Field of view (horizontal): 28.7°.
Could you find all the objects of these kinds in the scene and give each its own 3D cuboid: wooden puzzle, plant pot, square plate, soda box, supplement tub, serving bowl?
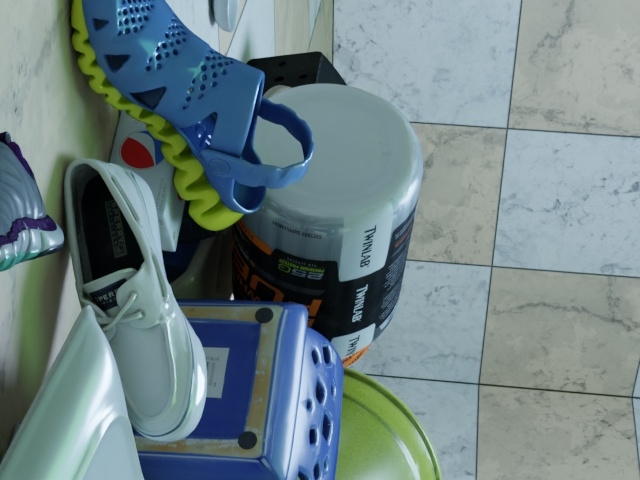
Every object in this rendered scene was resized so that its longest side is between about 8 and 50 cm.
[{"bbox_3d":[-0.124,0.013,1.619,0.322,0.081,0.347,89,22,-55],"label":"wooden puzzle"},{"bbox_3d":[-0.056,0.376,1.622,0.353,0.367,0.366,-27,122,-70],"label":"plant pot"},{"bbox_3d":[-0.208,0.282,0.976,0.344,0.049,0.347,90,17,-53],"label":"square plate"},{"bbox_3d":[-0.044,-0.195,2.004,0.167,0.188,0.187,73,19,-43],"label":"plant pot"},{"bbox_3d":[-0.111,0.185,1.325,0.212,0.236,0.236,72,23,-58],"label":"plant pot"},{"bbox_3d":[-0.168,-0.099,1.282,0.074,0.069,0.216,84,11,-59],"label":"soda box"},{"bbox_3d":[0.000,0.000,1.451,0.338,0.207,0.207,95,3,-52],"label":"supplement tub"},{"bbox_3d":[-0.131,-0.326,1.708,0.083,0.027,0.083,5,90,-85],"label":"serving bowl"}]

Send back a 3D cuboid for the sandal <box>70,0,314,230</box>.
[{"bbox_3d":[-0.109,-0.142,1.162,0.317,0.138,0.126,52,40,-42],"label":"sandal"}]

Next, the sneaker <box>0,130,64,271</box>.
[{"bbox_3d":[-0.229,-0.023,0.783,0.223,0.083,0.098,-73,146,-86],"label":"sneaker"}]

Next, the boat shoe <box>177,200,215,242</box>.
[{"bbox_3d":[-0.139,-0.107,1.472,0.109,0.089,0.258,81,14,-69],"label":"boat shoe"}]

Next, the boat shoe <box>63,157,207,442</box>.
[{"bbox_3d":[-0.173,0.050,1.083,0.258,0.095,0.084,69,14,17],"label":"boat shoe"}]

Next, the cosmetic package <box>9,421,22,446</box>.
[{"bbox_3d":[-0.227,0.198,1.044,0.115,0.041,0.060,84,13,-61],"label":"cosmetic package"}]
